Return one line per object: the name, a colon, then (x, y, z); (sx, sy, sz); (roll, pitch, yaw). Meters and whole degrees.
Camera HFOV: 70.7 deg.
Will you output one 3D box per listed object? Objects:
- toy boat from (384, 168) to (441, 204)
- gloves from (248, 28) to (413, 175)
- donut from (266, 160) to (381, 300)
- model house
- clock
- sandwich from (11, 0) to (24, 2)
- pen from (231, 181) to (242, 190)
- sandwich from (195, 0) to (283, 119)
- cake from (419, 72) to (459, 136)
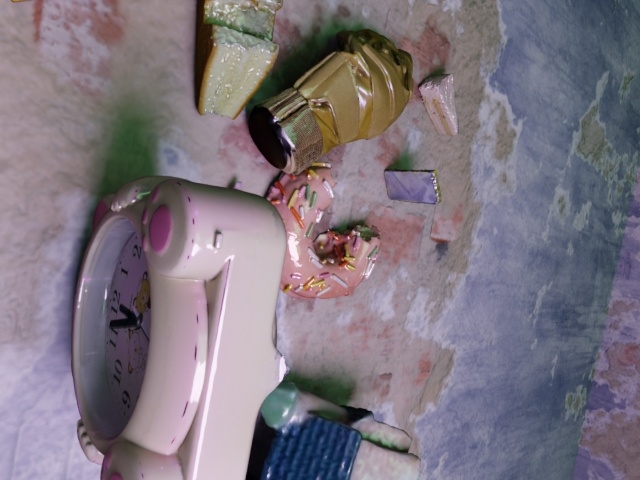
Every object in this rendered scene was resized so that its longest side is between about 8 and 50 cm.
toy boat: (0.164, -0.098, 0.813); (0.016, 0.115, 0.064); (-29, 116, -31)
gloves: (0.044, -0.220, 0.672); (0.331, 0.141, 0.154); (-41, 121, -27)
donut: (0.000, 0.000, 0.716); (0.233, 0.085, 0.199); (46, 70, -34)
model house: (-0.044, 0.377, 0.669); (0.284, 0.243, 0.299); (32, 64, -24)
clock: (-0.165, 0.079, 0.443); (0.114, 0.309, 0.285); (6, 95, -42)
sandwich: (-0.255, -0.303, 0.462); (0.193, 0.058, 0.163); (39, 75, -40)
pen: (-0.145, 0.010, 0.629); (0.053, 0.032, 0.198); (21, 87, -40)
sandwich: (-0.106, -0.279, 0.568); (0.089, 0.088, 0.245); (2, 98, -36)
cake: (0.234, -0.258, 0.885); (0.065, 0.051, 0.121); (-33, 119, -37)
